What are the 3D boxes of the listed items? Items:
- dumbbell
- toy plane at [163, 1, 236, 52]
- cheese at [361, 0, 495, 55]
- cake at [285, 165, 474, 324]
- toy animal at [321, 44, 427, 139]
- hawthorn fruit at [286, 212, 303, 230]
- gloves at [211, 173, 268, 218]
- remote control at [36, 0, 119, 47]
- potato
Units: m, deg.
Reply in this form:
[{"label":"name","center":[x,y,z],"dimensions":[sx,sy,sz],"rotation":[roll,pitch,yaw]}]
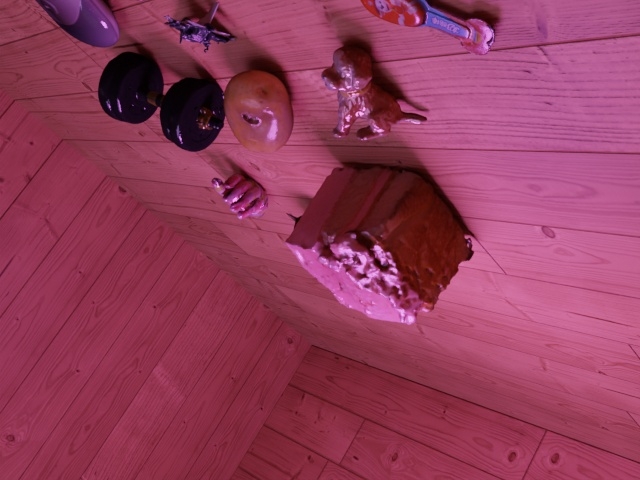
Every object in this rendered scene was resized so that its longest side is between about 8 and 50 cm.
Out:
[{"label":"dumbbell","center":[-0.400,-0.353,1.966],"dimensions":[0.388,0.185,0.185],"rotation":[24,161,24]},{"label":"toy plane","center":[-0.270,-0.444,1.654],"dimensions":[0.160,0.082,0.234],"rotation":[11,176,-31]},{"label":"cheese","center":[0.154,-0.354,1.208],"dimensions":[0.256,0.037,0.106],"rotation":[29,165,15]},{"label":"cake","center":[0.133,0.006,1.841],"dimensions":[0.307,0.293,0.314],"rotation":[11,147,45]},{"label":"toy animal","center":[0.101,-0.286,1.453],"dimensions":[0.184,0.104,0.185],"rotation":[-2,135,12]},{"label":"hawthorn fruit","center":[0.000,0.000,2.276],"dimensions":[0.251,0.189,0.189],"rotation":[44,165,9]},{"label":"gloves","center":[-0.241,-0.142,2.394],"dimensions":[0.145,0.126,0.241],"rotation":[53,173,18]},{"label":"remote control","center":[-0.603,-0.578,1.823],"dimensions":[0.221,0.103,0.332],"rotation":[22,162,39]},{"label":"potato","center":[-0.139,-0.293,1.742],"dimensions":[0.150,0.146,0.234],"rotation":[-10,149,-8]}]
